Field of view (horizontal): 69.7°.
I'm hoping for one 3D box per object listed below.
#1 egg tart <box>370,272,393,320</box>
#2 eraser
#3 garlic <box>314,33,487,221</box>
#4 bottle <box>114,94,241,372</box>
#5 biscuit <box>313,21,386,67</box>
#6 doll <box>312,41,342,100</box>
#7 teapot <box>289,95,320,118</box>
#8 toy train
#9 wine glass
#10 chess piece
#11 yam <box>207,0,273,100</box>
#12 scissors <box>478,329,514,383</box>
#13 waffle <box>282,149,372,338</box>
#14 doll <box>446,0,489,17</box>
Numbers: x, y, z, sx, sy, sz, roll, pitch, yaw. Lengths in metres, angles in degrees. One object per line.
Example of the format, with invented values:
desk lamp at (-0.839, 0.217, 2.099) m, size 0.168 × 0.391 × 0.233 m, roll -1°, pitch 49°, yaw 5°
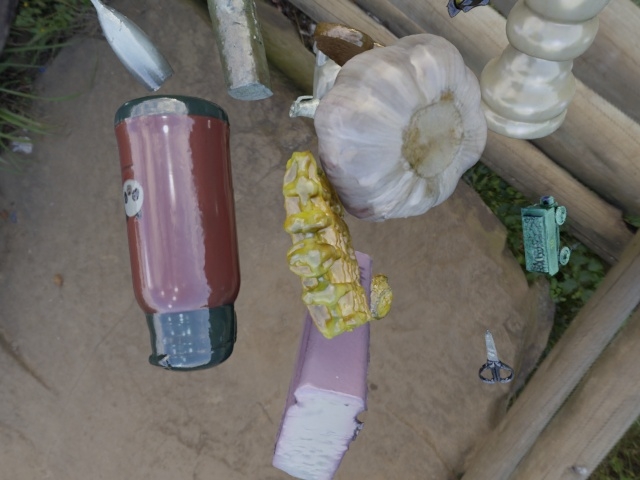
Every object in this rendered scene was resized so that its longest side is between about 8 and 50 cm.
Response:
egg tart at (0.192, 0.206, 1.584) m, size 0.074 × 0.191 × 0.191 m, roll 21°, pitch 103°, yaw 38°
eraser at (0.010, 0.222, 0.871) m, size 0.122 × 0.359 × 0.272 m, roll 16°, pitch 126°, yaw -2°
garlic at (0.074, -0.137, 0.574) m, size 0.219 × 0.212 × 0.218 m, roll -10°, pitch 114°, yaw -23°
bottle at (-0.179, -0.002, 0.594) m, size 0.144 × 0.144 × 0.336 m, roll -5°, pitch 88°, yaw 16°
biscuit at (0.099, -0.374, 0.937) m, size 0.208 × 0.290 × 0.041 m, roll 27°, pitch 102°, yaw 28°
doll at (0.125, -0.445, 1.410) m, size 0.370 × 0.215 × 0.226 m, roll 17°, pitch 125°, yaw -14°
teapot at (-0.044, -0.370, 1.282) m, size 0.083 × 0.057 × 0.067 m, roll -8°, pitch 128°, yaw -18°
toy train at (0.466, -0.005, 0.958) m, size 0.070 × 0.099 × 0.172 m, roll 11°, pitch 119°, yaw 53°
wine glass at (-0.295, -0.313, 0.665) m, size 0.066 × 0.066 × 0.198 m, roll -29°, pitch 121°, yaw 17°
chess piece at (0.359, -0.325, 0.736) m, size 0.167 × 0.299 × 0.167 m, roll -1°, pitch 57°, yaw 2°
yam at (-0.172, -0.427, 0.965) m, size 0.106 × 0.106 × 0.259 m, roll -11°, pitch 89°, yaw 17°
scissors at (0.528, 0.359, 1.409) m, size 0.109 × 0.022 × 0.300 m, roll -10°, pitch 131°, yaw 20°
waffle at (0.001, 0.000, 0.540) m, size 0.057 × 0.219 × 0.229 m, roll -16°, pitch 82°, yaw 8°
doll at (0.427, -0.653, 1.148) m, size 0.249 × 0.127 × 0.088 m, roll -22°, pitch 87°, yaw 41°
